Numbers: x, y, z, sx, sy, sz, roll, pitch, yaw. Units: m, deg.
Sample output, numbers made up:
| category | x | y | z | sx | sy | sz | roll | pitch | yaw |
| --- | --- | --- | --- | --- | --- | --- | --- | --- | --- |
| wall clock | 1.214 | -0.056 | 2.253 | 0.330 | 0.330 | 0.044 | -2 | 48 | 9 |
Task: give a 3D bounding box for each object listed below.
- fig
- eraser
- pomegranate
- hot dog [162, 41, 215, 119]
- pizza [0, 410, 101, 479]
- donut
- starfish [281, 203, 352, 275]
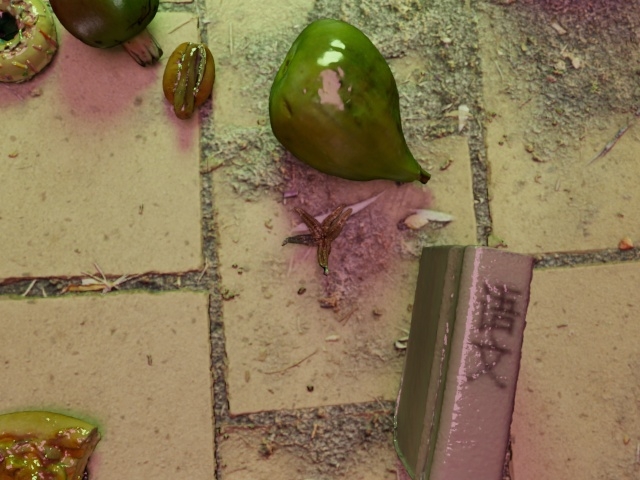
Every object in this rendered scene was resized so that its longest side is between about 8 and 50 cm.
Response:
| category | x | y | z | sx | sy | sz | roll | pitch | yaw |
| --- | --- | --- | --- | --- | --- | --- | --- | --- | --- |
| fig | 0.059 | -0.201 | 0.934 | 0.314 | 0.233 | 0.233 | 37 | 86 | 4 |
| eraser | 0.213 | 0.192 | 0.907 | 0.122 | 0.272 | 0.359 | 10 | 88 | -5 |
| pomegranate | -0.343 | -0.389 | 0.960 | 0.180 | 0.180 | 0.210 | -39 | 128 | -4 |
| hot dog | -0.233 | -0.280 | 1.002 | 0.089 | 0.060 | 0.140 | 19 | 90 | 2 |
| pizza | -0.537 | 0.435 | 0.931 | 0.408 | 0.114 | 0.278 | -24 | 84 | -2 |
| donut | -0.542 | -0.359 | 0.982 | 0.174 | 0.068 | 0.175 | 0 | 86 | -3 |
| starfish | -0.002 | 0.001 | 1.012 | 0.133 | 0.041 | 0.130 | -9 | 79 | 2 |
